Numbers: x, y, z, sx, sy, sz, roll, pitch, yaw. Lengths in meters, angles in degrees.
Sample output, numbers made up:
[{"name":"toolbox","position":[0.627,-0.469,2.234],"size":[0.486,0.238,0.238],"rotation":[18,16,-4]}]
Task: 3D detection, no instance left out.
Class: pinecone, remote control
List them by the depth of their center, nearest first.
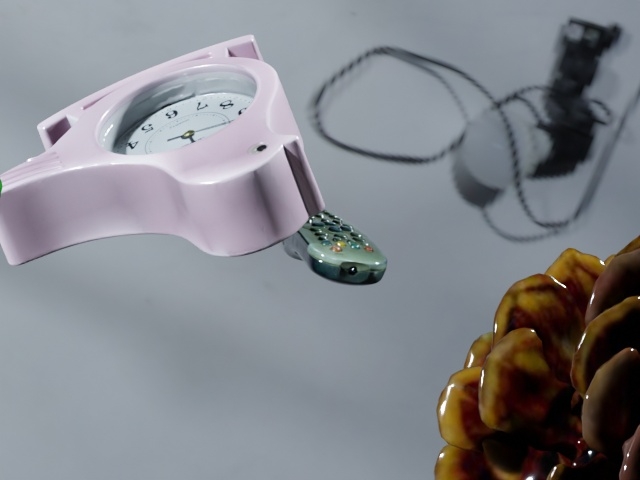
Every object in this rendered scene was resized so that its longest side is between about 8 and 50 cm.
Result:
[{"name":"pinecone","position":[0.190,0.108,0.801],"size":[0.246,0.292,0.246],"rotation":[1,87,-19]},{"name":"remote control","position":[0.000,0.000,1.570],"size":[0.072,0.222,0.042],"rotation":[8,100,-17]}]

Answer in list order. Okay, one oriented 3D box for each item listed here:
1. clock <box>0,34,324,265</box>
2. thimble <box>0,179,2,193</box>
[{"name":"clock","position":[-0.153,-0.059,1.558],"size":[0.290,0.275,0.080],"rotation":[-23,121,-5]},{"name":"thimble","position":[-0.297,-0.036,1.243],"size":[0.130,0.118,0.090],"rotation":[-16,124,20]}]
